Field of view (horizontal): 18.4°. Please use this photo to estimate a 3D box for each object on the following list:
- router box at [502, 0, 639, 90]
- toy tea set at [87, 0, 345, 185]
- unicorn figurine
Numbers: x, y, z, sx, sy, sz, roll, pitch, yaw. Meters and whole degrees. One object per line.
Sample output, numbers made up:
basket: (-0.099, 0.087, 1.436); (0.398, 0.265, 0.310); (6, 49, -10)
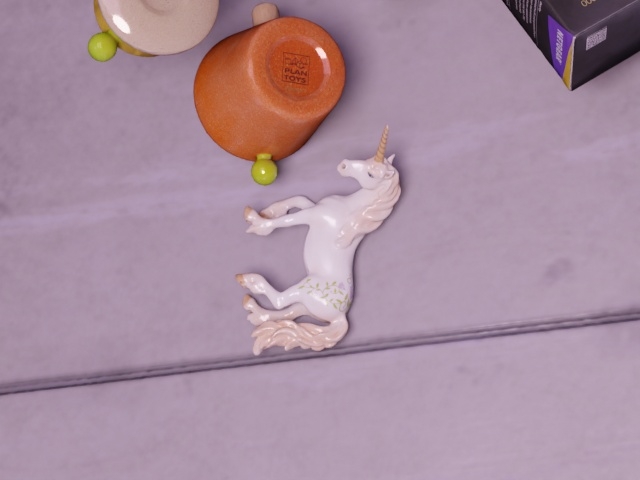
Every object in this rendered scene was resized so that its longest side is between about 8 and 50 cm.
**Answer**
router box: (0.228, -0.280, 1.331); (0.309, 0.081, 0.243); (-31, 68, -8)
toy tea set: (-0.027, -0.209, 1.414); (0.200, 0.124, 0.336); (40, 68, -10)
unicorn figurine: (0.000, 0.000, 1.377); (0.111, 0.060, 0.162); (2, 91, 17)
